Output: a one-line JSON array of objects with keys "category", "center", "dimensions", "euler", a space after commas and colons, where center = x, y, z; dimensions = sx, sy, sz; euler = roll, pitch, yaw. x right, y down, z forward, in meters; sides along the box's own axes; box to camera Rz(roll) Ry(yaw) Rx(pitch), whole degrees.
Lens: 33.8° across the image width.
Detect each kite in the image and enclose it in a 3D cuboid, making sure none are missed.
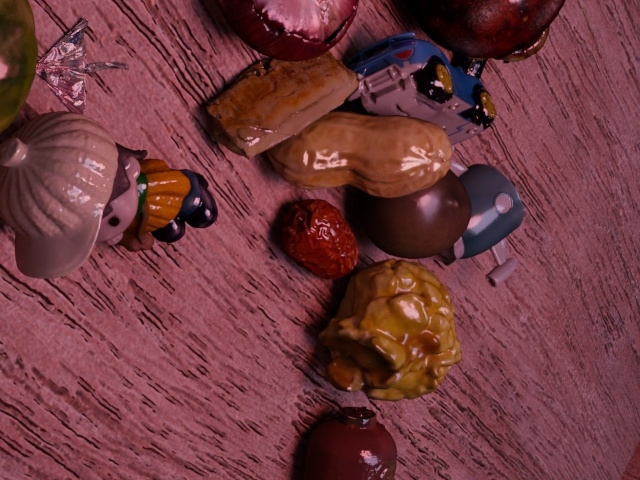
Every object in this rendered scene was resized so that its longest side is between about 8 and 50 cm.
[{"category": "kite", "center": [-0.323, -0.233, 1.427], "dimensions": [0.156, 0.011, 0.139], "euler": [-12, 115, -44]}]

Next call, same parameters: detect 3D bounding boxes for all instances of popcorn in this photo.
[{"category": "popcorn", "center": [0.125, 0.168, 1.901], "dimensions": [0.270, 0.224, 0.258], "euler": [-51, 138, 5]}]

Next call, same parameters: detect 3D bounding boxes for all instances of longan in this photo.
[{"category": "longan", "center": [0.165, -0.061, 1.887], "dimensions": [0.220, 0.196, 0.197], "euler": [12, 94, -61]}]

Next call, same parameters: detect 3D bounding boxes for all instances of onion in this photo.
[{"category": "onion", "center": [-0.054, -0.384, 1.561], "dimensions": [0.248, 0.161, 0.248], "euler": [-10, 102, -53]}]

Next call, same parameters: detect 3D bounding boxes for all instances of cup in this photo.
[{"category": "cup", "center": [0.280, -0.040, 2.058], "dimensions": [0.173, 0.167, 0.300], "euler": [-36, 102, -25]}]

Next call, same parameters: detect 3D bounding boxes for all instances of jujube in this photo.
[{"category": "jujube", "center": [0.000, 0.000, 1.801], "dimensions": [0.112, 0.109, 0.176], "euler": [-32, 145, 8]}]

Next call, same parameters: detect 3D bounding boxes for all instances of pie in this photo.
[{"category": "pie", "center": [-0.056, -0.229, 1.659], "dimensions": [0.282, 0.128, 0.068], "euler": [-38, 171, -31]}]

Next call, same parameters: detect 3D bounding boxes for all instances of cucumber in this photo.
[{"category": "cucumber", "center": [0.291, -0.347, 2.030], "dimensions": [0.067, 0.067, 0.245], "euler": [25, 83, -49]}]

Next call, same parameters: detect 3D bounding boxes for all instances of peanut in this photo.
[{"category": "peanut", "center": [0.064, -0.143, 1.722], "dimensions": [0.147, 0.305, 0.147], "euler": [-173, -90, -87]}]

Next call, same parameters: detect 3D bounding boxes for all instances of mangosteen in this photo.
[{"category": "mangosteen", "center": [0.291, -0.448, 1.829], "dimensions": [0.311, 0.311, 0.311], "euler": [-19, 117, -43]}]

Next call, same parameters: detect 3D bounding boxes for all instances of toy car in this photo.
[{"category": "toy car", "center": [0.175, -0.261, 1.859], "dimensions": [0.314, 0.198, 0.166], "euler": [17, 59, -51]}]

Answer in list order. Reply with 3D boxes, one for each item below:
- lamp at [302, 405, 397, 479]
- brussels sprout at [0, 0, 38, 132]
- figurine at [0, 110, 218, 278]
[{"category": "lamp", "center": [0.055, 0.436, 1.955], "dimensions": [0.180, 0.180, 0.258], "euler": [-4, 106, -48]}, {"category": "brussels sprout", "center": [-0.429, -0.236, 1.161], "dimensions": [0.219, 0.210, 0.272], "euler": [-20, 108, -18]}, {"category": "figurine", "center": [-0.293, -0.075, 1.413], "dimensions": [0.332, 0.185, 0.205], "euler": [-22, 87, -62]}]
